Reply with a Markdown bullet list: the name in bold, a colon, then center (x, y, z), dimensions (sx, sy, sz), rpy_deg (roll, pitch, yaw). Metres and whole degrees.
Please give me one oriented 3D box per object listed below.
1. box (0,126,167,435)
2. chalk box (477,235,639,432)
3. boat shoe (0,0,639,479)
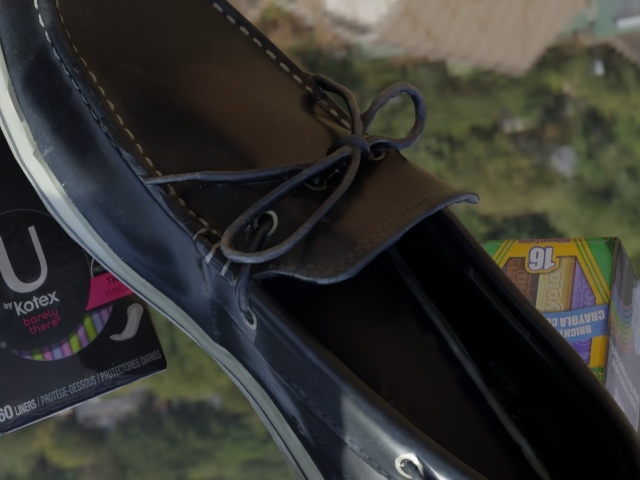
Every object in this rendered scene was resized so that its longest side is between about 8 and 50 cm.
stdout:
- **box**: center (-0.258, 0.007, 1.516), dimensions (0.165, 0.270, 0.143), rpy_deg (-22, -177, -34)
- **chalk box**: center (0.194, 0.120, 1.624), dimensions (0.132, 0.213, 0.132), rpy_deg (-1, 150, 23)
- **boat shoe**: center (0.000, 0.000, 1.022), dimensions (0.187, 0.500, 0.156), rpy_deg (-30, 170, -42)
